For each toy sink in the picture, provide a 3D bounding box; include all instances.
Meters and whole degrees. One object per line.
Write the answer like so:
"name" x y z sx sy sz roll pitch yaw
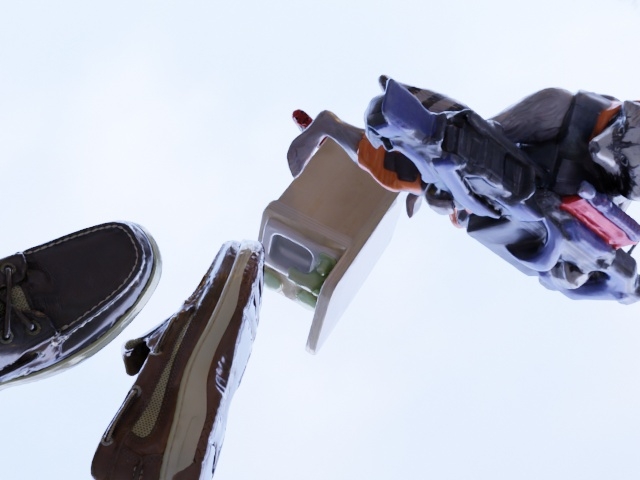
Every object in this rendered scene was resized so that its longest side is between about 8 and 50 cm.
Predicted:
"toy sink" 0.000 0.000 1.222 0.131 0.153 0.234 27 -128 11

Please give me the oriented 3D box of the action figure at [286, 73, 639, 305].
"action figure" 0.132 -0.082 0.787 0.330 0.341 0.178 5 -111 42

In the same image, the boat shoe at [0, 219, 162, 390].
"boat shoe" -0.206 0.054 0.611 0.223 0.073 0.080 -29 -105 0

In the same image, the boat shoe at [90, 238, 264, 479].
"boat shoe" -0.108 0.086 0.750 0.095 0.095 0.257 10 -140 4

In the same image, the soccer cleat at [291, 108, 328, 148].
"soccer cleat" -0.009 -0.151 1.344 0.083 0.035 0.029 43 -94 -11

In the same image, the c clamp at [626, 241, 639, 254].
"c clamp" 0.415 0.023 1.107 0.022 0.137 0.161 -6 -133 -13
